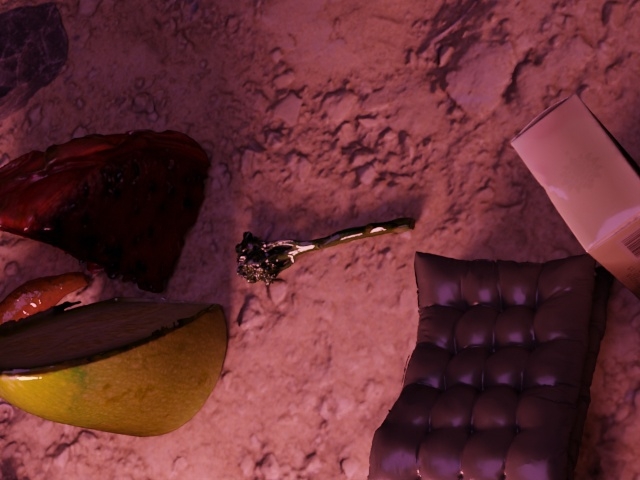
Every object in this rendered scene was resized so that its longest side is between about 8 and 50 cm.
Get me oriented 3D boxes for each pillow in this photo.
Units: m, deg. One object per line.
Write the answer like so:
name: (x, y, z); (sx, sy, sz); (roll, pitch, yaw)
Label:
pillow: (0.191, 0.152, 1.583); (0.228, 0.101, 0.326); (-3, 52, 27)

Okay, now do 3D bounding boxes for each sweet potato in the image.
sweet potato: (-0.463, 0.137, 2.021); (0.314, 0.072, 0.066); (-41, 96, 10)

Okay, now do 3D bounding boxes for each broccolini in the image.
broccolini: (-0.003, 0.003, 1.822); (0.254, 0.057, 0.071); (-15, 108, 27)

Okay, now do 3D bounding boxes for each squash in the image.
squash: (-0.300, 0.131, 1.785); (0.234, 0.309, 0.210); (4, 74, 31)

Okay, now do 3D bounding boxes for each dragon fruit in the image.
dragon fruit: (-0.365, -0.093, 1.947); (0.329, 0.286, 0.228); (16, 84, 41)

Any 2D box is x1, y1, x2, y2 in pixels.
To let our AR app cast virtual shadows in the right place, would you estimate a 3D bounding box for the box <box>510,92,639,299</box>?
box: (0.320, -0.044, 1.562); (0.095, 0.212, 0.168); (-40, 59, 12)
